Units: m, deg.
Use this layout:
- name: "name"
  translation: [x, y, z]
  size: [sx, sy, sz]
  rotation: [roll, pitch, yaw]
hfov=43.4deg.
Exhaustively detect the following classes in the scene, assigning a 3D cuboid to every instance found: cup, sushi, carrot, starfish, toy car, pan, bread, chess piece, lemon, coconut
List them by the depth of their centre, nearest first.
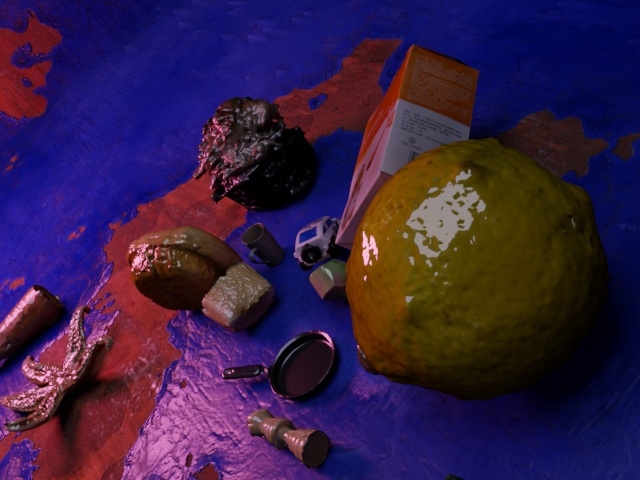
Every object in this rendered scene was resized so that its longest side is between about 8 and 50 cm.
- name: "lemon"
  translation: [0.200, 0.045, 1.109]
  size: [0.387, 0.350, 0.349]
  rotation: [-39, 36, 13]
- name: "chess piece"
  translation: [-0.061, 0.312, 1.297]
  size: [0.172, 0.060, 0.060]
  rotation: [9, 58, 49]
- name: "pan"
  translation: [-0.071, 0.226, 1.414]
  size: [0.235, 0.028, 0.136]
  rotation: [-12, 44, 28]
- name: "coconut"
  translation: [0.028, 0.073, 1.447]
  size: [0.082, 0.083, 0.081]
  rotation: [-36, 74, -14]
- name: "toy car"
  translation: [0.000, 0.000, 1.508]
  size: [0.080, 0.070, 0.170]
  rotation: [-24, 10, 21]
- name: "bread"
  translation: [-0.158, 0.117, 1.557]
  size: [0.106, 0.082, 0.125]
  rotation: [37, 69, 26]
- name: "cup"
  translation: [-0.113, 0.016, 1.623]
  size: [0.054, 0.083, 0.075]
  rotation: [-30, 37, 13]
- name: "bread"
  translation: [-0.280, 0.056, 1.632]
  size: [0.236, 0.198, 0.120]
  rotation: [-11, 52, 31]
- name: "starfish"
  translation: [-0.573, 0.297, 1.725]
  size: [0.375, 0.094, 0.327]
  rotation: [-35, 26, 18]
- name: "sushi"
  translation: [-0.151, -0.194, 1.766]
  size: [0.225, 0.218, 0.238]
  rotation: [-8, 46, 42]
- name: "carrot"
  translation: [-0.751, 0.223, 1.965]
  size: [0.263, 0.102, 0.102]
  rotation: [-46, 37, -6]

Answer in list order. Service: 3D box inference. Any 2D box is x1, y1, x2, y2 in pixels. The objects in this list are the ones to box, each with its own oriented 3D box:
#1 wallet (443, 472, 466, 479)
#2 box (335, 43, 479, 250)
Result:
- name: "wallet"
  translation: [0.195, 0.394, 0.988]
  size: [0.160, 0.055, 0.236]
  rotation: [-46, 35, -19]
- name: "box"
  translation: [0.158, -0.152, 1.432]
  size: [0.225, 0.143, 0.341]
  rotation: [121, 169, -52]
